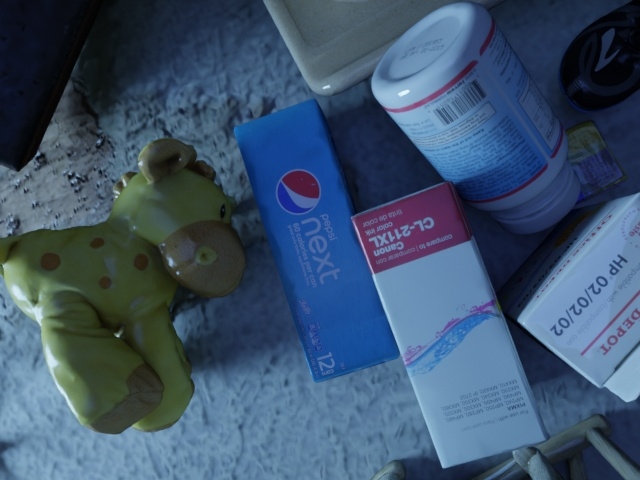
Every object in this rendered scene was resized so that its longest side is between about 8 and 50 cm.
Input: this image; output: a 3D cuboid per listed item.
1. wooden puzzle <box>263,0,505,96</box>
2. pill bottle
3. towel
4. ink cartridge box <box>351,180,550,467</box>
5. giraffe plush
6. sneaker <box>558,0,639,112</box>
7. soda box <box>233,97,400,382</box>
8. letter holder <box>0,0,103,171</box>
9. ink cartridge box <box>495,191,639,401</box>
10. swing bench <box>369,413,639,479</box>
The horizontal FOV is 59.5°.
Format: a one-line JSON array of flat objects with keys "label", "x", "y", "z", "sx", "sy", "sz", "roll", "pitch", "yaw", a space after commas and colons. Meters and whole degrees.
[{"label": "wooden puzzle", "x": 0.068, "y": -0.325, "z": 0.452, "sx": 0.322, "sy": 0.080, "sz": 0.347, "roll": -28, "pitch": 81, "yaw": 7}, {"label": "pill bottle", "x": 0.115, "y": -0.077, "z": 0.392, "sx": 0.087, "sy": 0.087, "sz": 0.160, "roll": -44, "pitch": 119, "yaw": 6}, {"label": "towel", "x": 0.198, "y": -0.057, "z": 0.457, "sx": 0.083, "sy": 0.009, "sz": 0.060, "roll": -24, "pitch": 86, "yaw": 7}, {"label": "ink cartridge box", "x": 0.091, "y": 0.055, "z": 0.412, "sx": 0.072, "sy": 0.127, "sz": 0.175, "roll": -20, "pitch": 86, "yaw": 9}, {"label": "giraffe plush", "x": -0.132, "y": 0.017, "z": 0.434, "sx": 0.170, "sy": 0.181, "sz": 0.210, "roll": -40, "pitch": 101, "yaw": -6}, {"label": "sneaker", "x": 0.261, "y": -0.166, "z": 0.415, "sx": 0.188, "sy": 0.078, "sz": 0.067, "roll": -33, "pitch": 84, "yaw": 7}, {"label": "soda box", "x": 0.000, "y": 0.000, "z": 0.457, "sx": 0.071, "sy": 0.067, "sz": 0.210, "roll": -18, "pitch": 87, "yaw": 8}, {"label": "letter holder", "x": -0.261, "y": -0.234, "z": 0.475, "sx": 0.152, "sy": 0.214, "sz": 0.301, "roll": 24, "pitch": 93, "yaw": -24}, {"label": "ink cartridge box", "x": 0.181, "y": 0.029, "z": 0.371, "sx": 0.062, "sy": 0.181, "sz": 0.104, "roll": 40, "pitch": 95, "yaw": 7}, {"label": "swing bench", "x": 0.106, "y": 0.242, "z": 0.344, "sx": 0.255, "sy": 0.253, "sz": 0.165, "roll": -13, "pitch": 87, "yaw": 8}]
